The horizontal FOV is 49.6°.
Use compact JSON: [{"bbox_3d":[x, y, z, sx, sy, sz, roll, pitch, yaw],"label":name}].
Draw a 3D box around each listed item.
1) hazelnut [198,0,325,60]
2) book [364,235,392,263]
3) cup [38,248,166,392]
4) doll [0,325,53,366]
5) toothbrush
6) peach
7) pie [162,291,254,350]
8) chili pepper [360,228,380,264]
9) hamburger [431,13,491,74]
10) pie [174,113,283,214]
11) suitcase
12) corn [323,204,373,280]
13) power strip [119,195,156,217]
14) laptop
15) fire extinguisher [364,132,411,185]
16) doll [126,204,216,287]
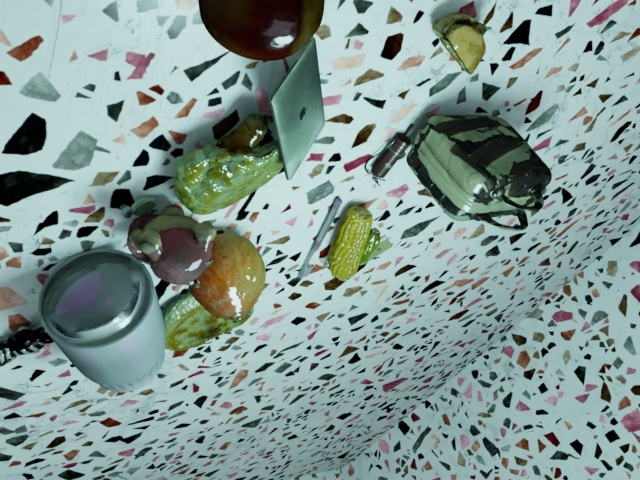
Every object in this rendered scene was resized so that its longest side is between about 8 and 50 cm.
[{"bbox_3d":[-0.098,-0.406,1.142,0.229,0.229,0.229,-21,149,-14],"label":"hazelnut"},{"bbox_3d":[0.171,0.030,2.200,0.111,0.014,0.077,-32,151,6],"label":"book"},{"bbox_3d":[-0.506,0.208,1.677,0.253,0.253,0.371,-20,152,-15],"label":"cup"},{"bbox_3d":[-0.761,0.264,1.723,0.219,0.067,0.091,-22,153,0],"label":"doll"},{"bbox_3d":[0.000,0.000,2.004,0.029,0.024,0.354,-15,147,-33],"label":"toothbrush"},{"bbox_3d":[-0.231,0.099,1.762,0.232,0.232,0.232,-21,149,-14],"label":"peach"},{"bbox_3d":[-0.340,0.225,2.016,0.302,0.067,0.302,-22,151,-13],"label":"pie"},{"bbox_3d":[0.119,0.045,2.144,0.201,0.050,0.052,-43,147,22],"label":"chili pepper"},{"bbox_3d":[0.319,-0.455,1.541,0.102,0.087,0.176,-48,140,9],"label":"hamburger"},{"bbox_3d":[-0.192,-0.154,1.540,0.274,0.105,0.257,-30,159,2],"label":"pie"},{"bbox_3d":[0.421,-0.162,1.791,0.351,0.339,0.194,-8,143,-39],"label":"suitcase"},{"bbox_3d":[0.085,0.004,2.018,0.106,0.106,0.293,-14,143,-25],"label":"corn"},{"bbox_3d":[-0.408,-0.078,1.549,0.083,0.035,0.055,-26,153,-32],"label":"power strip"},{"bbox_3d":[-0.043,-0.272,1.470,0.188,0.015,0.269,-59,160,-25],"label":"laptop"},{"bbox_3d":[0.169,-0.212,1.814,0.078,0.045,0.157,23,128,-20],"label":"fire extinguisher"},{"bbox_3d":[-0.328,0.002,1.552,0.196,0.256,0.152,25,92,-19],"label":"doll"}]
